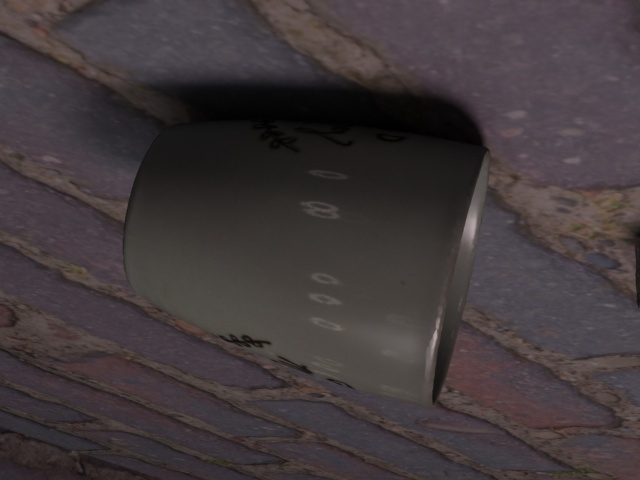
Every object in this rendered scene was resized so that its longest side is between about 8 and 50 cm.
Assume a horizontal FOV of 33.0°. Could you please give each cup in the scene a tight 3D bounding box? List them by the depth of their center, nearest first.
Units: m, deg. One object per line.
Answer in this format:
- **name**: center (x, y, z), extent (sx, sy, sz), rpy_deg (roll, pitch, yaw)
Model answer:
- **cup**: center (0.000, 0.000, 0.814), extent (0.234, 0.186, 0.258), rpy_deg (13, -174, 14)

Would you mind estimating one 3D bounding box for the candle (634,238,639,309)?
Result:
- **candle**: center (0.328, 0.023, 0.833), extent (0.169, 0.068, 0.192), rpy_deg (-6, 151, 26)
